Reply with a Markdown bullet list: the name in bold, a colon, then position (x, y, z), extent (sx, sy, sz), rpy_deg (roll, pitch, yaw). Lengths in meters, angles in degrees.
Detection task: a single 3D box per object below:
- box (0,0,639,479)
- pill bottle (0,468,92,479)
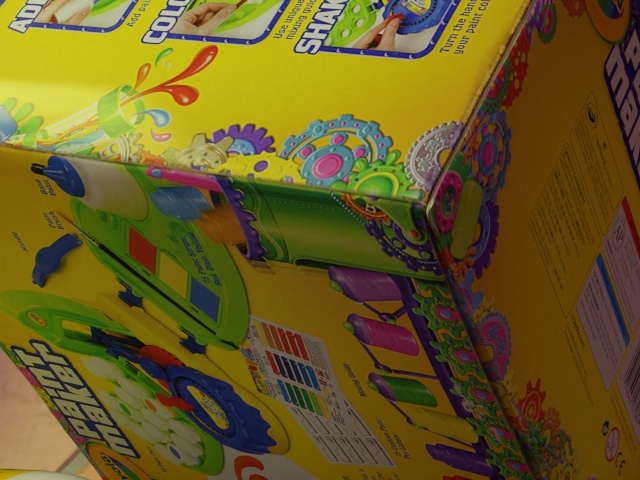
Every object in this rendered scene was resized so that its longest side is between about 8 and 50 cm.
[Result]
- **box**: position (0.000, 0.000, 0.749), extent (0.279, 0.290, 0.177), rpy_deg (9, 54, 31)
- **pill bottle**: position (-0.179, 0.190, 0.734), extent (0.334, 0.188, 0.188), rpy_deg (-1, 50, 26)
